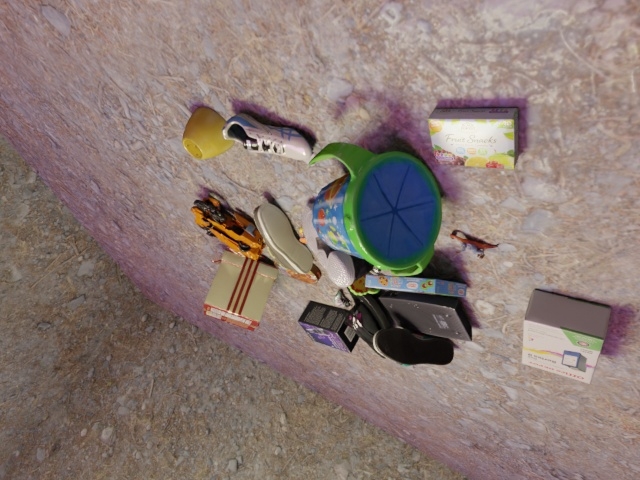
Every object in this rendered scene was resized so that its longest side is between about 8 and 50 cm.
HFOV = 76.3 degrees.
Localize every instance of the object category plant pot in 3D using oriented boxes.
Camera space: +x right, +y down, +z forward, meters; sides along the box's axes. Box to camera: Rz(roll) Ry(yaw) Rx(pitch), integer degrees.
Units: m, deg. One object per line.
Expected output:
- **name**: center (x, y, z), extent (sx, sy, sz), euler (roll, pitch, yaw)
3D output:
- **plant pot**: center (-0.314, -0.274, 1.095), extent (0.134, 0.095, 0.134), euler (26, 149, 16)

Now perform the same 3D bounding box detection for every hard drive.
- **hard drive**: center (0.317, 0.219, 1.225), extent (0.254, 0.054, 0.172), euler (1, 137, 45)

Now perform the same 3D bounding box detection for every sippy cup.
- **sippy cup**: center (0.101, -0.059, 0.887), extent (0.224, 0.239, 0.306), euler (0, 98, 60)

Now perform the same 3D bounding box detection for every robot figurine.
- **robot figurine**: center (-0.329, -0.048, 1.456), extent (0.290, 0.085, 0.211), euler (33, 150, 1)

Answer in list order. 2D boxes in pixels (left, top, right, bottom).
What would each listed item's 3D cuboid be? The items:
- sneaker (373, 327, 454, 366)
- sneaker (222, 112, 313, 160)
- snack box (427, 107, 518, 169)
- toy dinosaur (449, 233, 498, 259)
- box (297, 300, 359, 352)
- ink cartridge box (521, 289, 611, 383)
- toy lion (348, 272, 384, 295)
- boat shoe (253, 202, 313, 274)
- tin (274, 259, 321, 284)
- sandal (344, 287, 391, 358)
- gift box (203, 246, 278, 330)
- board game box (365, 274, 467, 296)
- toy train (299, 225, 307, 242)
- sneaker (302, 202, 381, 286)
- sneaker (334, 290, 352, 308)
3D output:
- **sneaker**: center (0.267, 0.347, 1.342), extent (0.295, 0.124, 0.178), euler (17, 161, -22)
- **sneaker**: center (-0.127, -0.236, 0.975), extent (0.237, 0.086, 0.085), euler (22, 147, 18)
- **snack box**: center (0.266, -0.178, 0.709), extent (0.141, 0.037, 0.100), euler (12, 142, 35)
- **toy dinosaur**: center (0.338, 0.005, 0.927), extent (0.082, 0.047, 0.090), euler (46, 117, -4)
- **box**: center (0.037, 0.347, 1.643), extent (0.207, 0.108, 0.153), euler (6, 141, 40)
- **ink cartridge box**: center (0.563, 0.227, 0.951), extent (0.154, 0.093, 0.213), euler (13, 146, 32)
- **toy lion**: center (0.135, 0.128, 1.232), extent (0.100, 0.096, 0.034), euler (29, 151, 8)
- **boat shoe**: center (-0.133, 0.001, 1.304), extent (0.091, 0.109, 0.305), euler (2, 142, 36)
- **tin**: center (-0.083, 0.102, 1.477), extent (0.189, 0.040, 0.106), euler (16, 150, 29)
- **sandal**: center (0.163, 0.310, 1.423), extent (0.167, 0.107, 0.446), euler (36, 158, 39)
- **gift box**: center (-0.326, 0.178, 1.602), extent (0.276, 0.258, 0.255), euler (24, 154, -11)
- **board game box**: center (0.251, 0.119, 1.080), extent (0.160, 0.039, 0.211), euler (12, 172, -43)
- **toy train**: center (0.000, 0.000, 1.231), extent (0.166, 0.046, 0.125), euler (-9, 129, 50)
- **sneaker**: center (0.059, 0.001, 1.118), extent (0.269, 0.153, 0.101), euler (60, 144, 29)
- **sneaker**: center (0.087, 0.220, 1.483), extent (0.069, 0.038, 0.098), euler (26, 159, 12)
